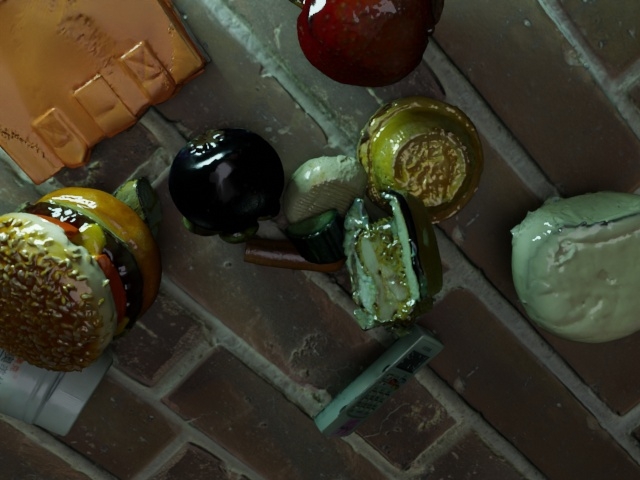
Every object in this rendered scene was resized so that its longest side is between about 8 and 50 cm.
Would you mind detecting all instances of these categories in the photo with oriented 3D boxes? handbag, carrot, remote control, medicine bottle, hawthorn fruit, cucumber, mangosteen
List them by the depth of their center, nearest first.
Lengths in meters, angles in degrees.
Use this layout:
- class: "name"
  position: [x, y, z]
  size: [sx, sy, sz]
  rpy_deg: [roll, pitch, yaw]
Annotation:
- class: "hawthorn fruit"
  position: [0.059, -0.414, 0.948]
  size: [0.301, 0.254, 0.254]
  rpy_deg: [22, 104, 0]
- class: "handbag"
  position: [-0.448, -0.330, 0.985]
  size: [0.410, 0.116, 0.303]
  rpy_deg: [-33, 111, 6]
- class: "mangosteen"
  position: [-0.179, -0.105, 1.036]
  size: [0.243, 0.243, 0.242]
  rpy_deg: [-2, 107, -5]
- class: "cucumber"
  position: [0.000, 0.000, 1.078]
  size: [0.117, 0.062, 0.115]
  rpy_deg: [-21, 141, 7]
- class: "medicine bottle"
  position: [-0.630, 0.262, 1.107]
  size: [0.332, 0.190, 0.189]
  rpy_deg: [28, 103, -13]
- class: "carrot"
  position: [-0.053, 0.033, 1.161]
  size: [0.225, 0.067, 0.067]
  rpy_deg: [5, 107, -5]
- class: "remote control"
  position: [0.138, 0.337, 1.251]
  size: [0.344, 0.050, 0.145]
  rpy_deg: [-46, 142, 9]

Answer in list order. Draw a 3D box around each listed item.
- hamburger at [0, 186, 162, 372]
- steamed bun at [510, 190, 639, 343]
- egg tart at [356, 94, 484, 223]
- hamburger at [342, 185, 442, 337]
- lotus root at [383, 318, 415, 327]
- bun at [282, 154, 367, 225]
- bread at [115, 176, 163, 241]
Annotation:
- class: "hamburger"
  position: [-0.488, 0.078, 1.000]
  size: [0.330, 0.250, 0.329]
  rpy_deg: [6, 115, 12]
- class: "steamed bun"
  position: [0.573, 0.051, 1.146]
  size: [0.334, 0.233, 0.311]
  rpy_deg: [-4, 110, 5]
- class: "egg tart"
  position: [0.213, -0.162, 1.105]
  size: [0.289, 0.118, 0.288]
  rpy_deg: [-1, 105, -2]
- class: "hamburger"
  position: [0.151, 0.048, 1.066]
  size: [0.168, 0.192, 0.287]
  rpy_deg: [-13, 82, 25]
- class: "lotus root"
  position: [0.193, 0.114, 1.202]
  size: [0.108, 0.094, 0.190]
  rpy_deg: [25, 96, -34]
- class: "bun"
  position: [0.008, -0.102, 1.093]
  size: [0.164, 0.111, 0.188]
  rpy_deg: [15, 130, -27]
- class: "bread"
  position: [-0.381, -0.047, 1.093]
  size: [0.095, 0.083, 0.157]
  rpy_deg: [-14, 111, 6]
